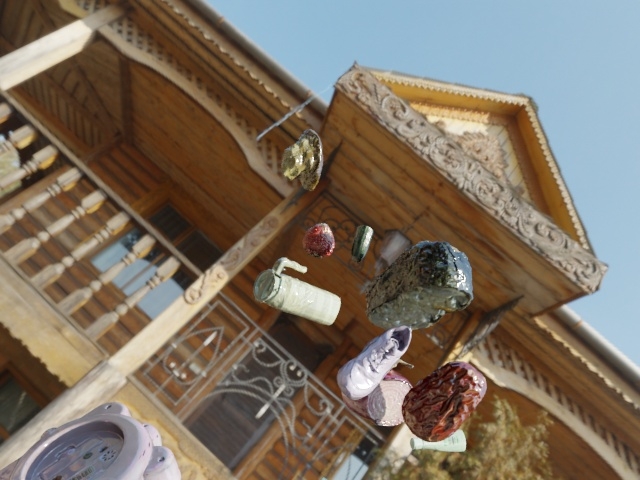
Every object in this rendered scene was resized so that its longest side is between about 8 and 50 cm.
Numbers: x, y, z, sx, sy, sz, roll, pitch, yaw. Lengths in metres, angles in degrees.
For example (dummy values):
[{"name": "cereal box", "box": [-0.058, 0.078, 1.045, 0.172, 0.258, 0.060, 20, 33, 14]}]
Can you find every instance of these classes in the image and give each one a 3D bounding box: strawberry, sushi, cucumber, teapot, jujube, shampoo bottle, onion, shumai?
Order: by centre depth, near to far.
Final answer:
[{"name": "teapot", "box": [-0.043, 0.108, 1.137, 0.200, 0.107, 0.077, 26, -3, -43]}, {"name": "shumai", "box": [-0.042, -0.202, 1.291, 0.105, 0.139, 0.123, 20, 8, -16]}, {"name": "jujube", "box": [0.317, 0.408, 1.360, 0.155, 0.230, 0.155, 40, 9, -7]}, {"name": "sushi", "box": [0.267, 0.129, 1.462, 0.211, 0.171, 0.350, 19, -36, -20]}, {"name": "cucumber", "box": [0.111, 0.013, 1.483, 0.048, 0.105, 0.048, 18, -14, 5]}, {"name": "onion", "box": [0.157, 0.439, 1.539, 0.200, 0.207, 0.201, 27, -56, 49]}, {"name": "strawberry", "box": [0.000, -0.001, 1.552, 0.106, 0.106, 0.106, 30, -34, 23]}, {"name": "shampoo bottle", "box": [0.383, 0.658, 1.732, 0.190, 0.069, 0.041, 4, -22, -19]}]

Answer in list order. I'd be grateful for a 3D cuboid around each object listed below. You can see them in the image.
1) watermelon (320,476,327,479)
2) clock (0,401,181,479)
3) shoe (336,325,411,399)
[{"name": "watermelon", "box": [0.002, 0.827, 1.744, 0.061, 0.085, 0.085, -30, -76, 37]}, {"name": "clock", "box": [-0.439, 0.451, 1.000, 0.322, 0.295, 0.113, 6, -62, 44]}, {"name": "shoe", "box": [0.142, 0.301, 1.340, 0.095, 0.245, 0.137, 46, -48, 8]}]
